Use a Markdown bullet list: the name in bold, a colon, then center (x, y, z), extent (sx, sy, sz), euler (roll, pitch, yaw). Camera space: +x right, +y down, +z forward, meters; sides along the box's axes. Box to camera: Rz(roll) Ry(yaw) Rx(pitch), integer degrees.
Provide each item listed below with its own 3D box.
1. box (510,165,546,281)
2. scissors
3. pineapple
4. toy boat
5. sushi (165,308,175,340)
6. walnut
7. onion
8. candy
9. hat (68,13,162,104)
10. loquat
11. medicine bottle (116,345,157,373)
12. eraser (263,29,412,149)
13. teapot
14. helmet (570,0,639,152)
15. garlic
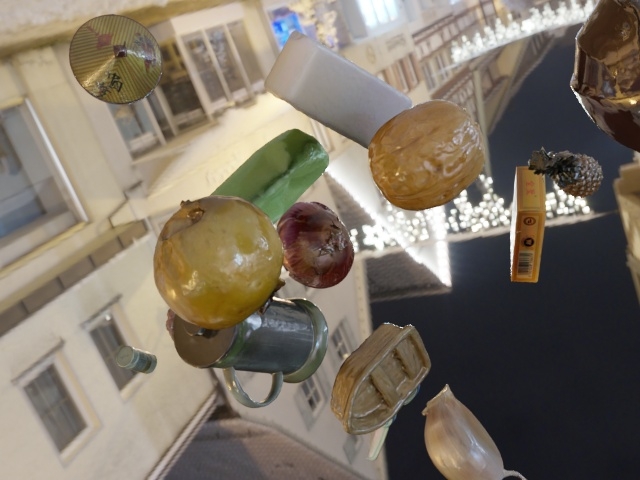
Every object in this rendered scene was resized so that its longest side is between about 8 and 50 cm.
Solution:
- **box**: center (0.554, -0.041, 1.848), extent (0.076, 0.274, 0.174), euler (1, -133, 12)
- **scissors**: center (0.146, 0.395, 1.575), extent (0.125, 0.255, 0.030), euler (20, -159, 23)
- **pineapple**: center (0.375, -0.108, 1.057), extent (0.074, 0.074, 0.159), euler (-7, 168, 42)
- **toy boat**: center (0.087, 0.223, 1.092), extent (0.188, 0.116, 0.061), euler (-44, -143, -23)
- **sushi**: center (-0.378, 0.268, 2.234), extent (0.241, 0.161, 0.107), euler (-18, -154, -5)
- **walnut**: center (0.201, -0.160, 1.300), extent (0.222, 0.195, 0.195), euler (-32, -167, 12)
- **onion**: center (0.000, 0.000, 1.721), extent (0.230, 0.230, 0.163), euler (-35, 178, -40)
- **candy**: center (-0.126, -0.119, 1.561), extent (0.142, 0.131, 0.343), euler (15, -129, 40)
- **hat**: center (-0.416, -0.382, 1.423), extent (0.193, 0.193, 0.082), euler (-28, -169, -21)
- **loquat**: center (-0.169, 0.043, 1.195), extent (0.244, 0.243, 0.244), euler (-20, -164, 6)
- **medicine bottle**: center (-0.390, 0.254, 1.465), extent (0.047, 0.047, 0.083), euler (-16, 153, 19)
- **eraser**: center (0.041, -0.321, 1.509), extent (0.149, 0.331, 0.331), euler (-57, -168, 10)
- **teapot**: center (-0.155, 0.225, 1.492), extent (0.201, 0.270, 0.337), euler (-18, 157, 31)
- **helmet**: center (0.435, -0.186, 0.833), extent (0.225, 0.305, 0.177), euler (-32, 165, -36)
- **garlic**: center (0.306, 0.431, 1.366), extent (0.148, 0.266, 0.128), euler (-37, -178, -22)
